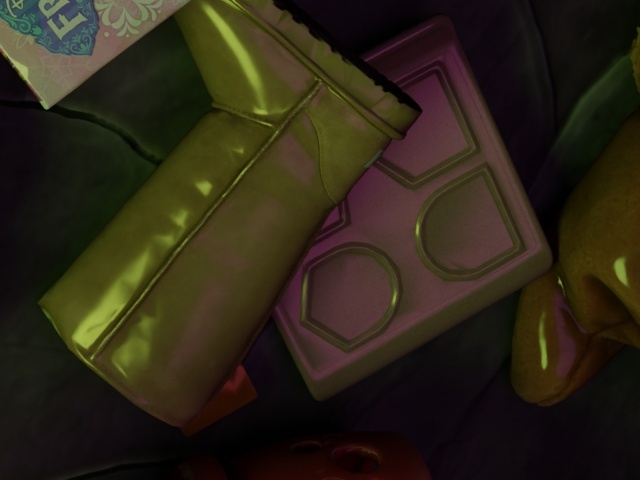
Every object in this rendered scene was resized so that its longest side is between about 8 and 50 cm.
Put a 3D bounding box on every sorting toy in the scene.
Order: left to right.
[{"bbox_3d":[0.000,0.000,1.195,0.307,0.041,0.229,-29,113,-9],"label":"sorting toy"}]

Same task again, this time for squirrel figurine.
[{"bbox_3d":[0.366,-0.006,1.179,0.281,0.370,0.397,1,104,-26],"label":"squirrel figurine"}]

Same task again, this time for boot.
[{"bbox_3d":[-0.098,-0.047,1.089,0.236,0.089,0.269,40,101,3],"label":"boot"}]

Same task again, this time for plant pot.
[{"bbox_3d":[-0.022,0.230,1.167,0.174,0.191,0.191,1,104,-17],"label":"plant pot"}]

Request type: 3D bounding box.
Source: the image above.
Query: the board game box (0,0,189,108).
[{"bbox_3d":[-0.131,-0.296,0.953,0.318,0.066,0.318,-38,105,0],"label":"board game box"}]
